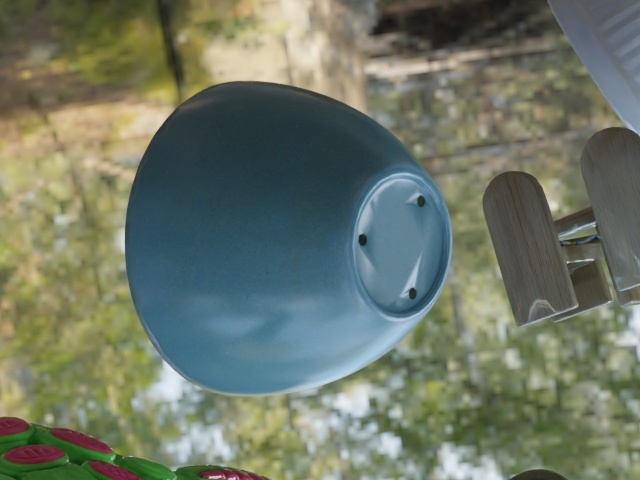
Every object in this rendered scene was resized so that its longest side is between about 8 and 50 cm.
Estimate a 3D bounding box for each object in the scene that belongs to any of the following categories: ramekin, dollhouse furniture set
[{"bbox_3d":[0.283,-0.155,1.489,0.109,0.207,0.207,-35,-173,16],"label":"ramekin"},{"bbox_3d":[0.240,-0.062,1.115,0.242,0.161,0.212,-24,168,39],"label":"dollhouse furniture set"}]

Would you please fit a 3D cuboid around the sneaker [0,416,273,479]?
[{"bbox_3d":[-0.197,0.303,1.728,0.483,0.202,0.185,20,-169,-37],"label":"sneaker"}]

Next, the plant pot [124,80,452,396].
[{"bbox_3d":[0.000,0.000,1.620,0.195,0.290,0.290,2,-163,44],"label":"plant pot"}]

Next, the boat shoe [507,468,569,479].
[{"bbox_3d":[0.180,0.280,1.112,0.113,0.103,0.302,-34,-131,14],"label":"boat shoe"}]
